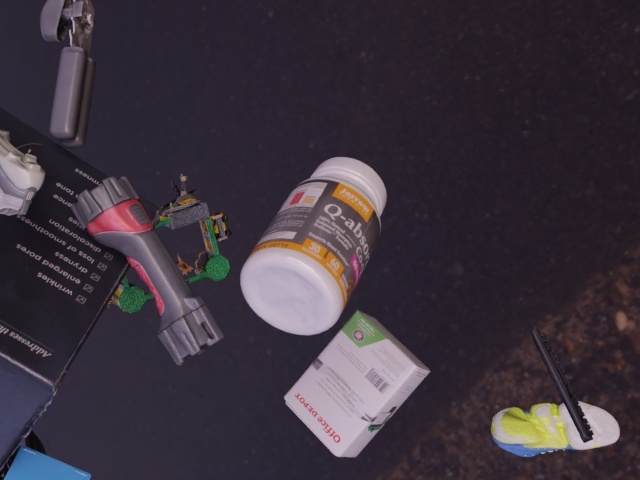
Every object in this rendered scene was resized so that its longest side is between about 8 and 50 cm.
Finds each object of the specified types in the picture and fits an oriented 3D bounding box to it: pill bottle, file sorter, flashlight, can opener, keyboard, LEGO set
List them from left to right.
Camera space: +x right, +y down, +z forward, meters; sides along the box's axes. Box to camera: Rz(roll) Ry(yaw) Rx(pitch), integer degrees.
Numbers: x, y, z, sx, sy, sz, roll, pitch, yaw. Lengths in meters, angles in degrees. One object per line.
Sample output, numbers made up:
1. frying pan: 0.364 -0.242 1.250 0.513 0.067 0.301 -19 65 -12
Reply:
1. file sorter: -0.455 0.433 1.348 0.118 0.170 0.104 26 141 -10
2. can opener: -0.441 -0.299 1.496 0.076 0.095 0.284 61 -149 -71
3. flashlight: -0.271 0.050 1.351 0.304 0.103 0.103 59 165 5
4. LEGO set: -0.392 0.015 2.048 0.192 0.331 0.255 18 132 58
5. pill bottle: 0.000 0.000 1.343 0.162 0.278 0.162 14 134 15
6. keyboard: 0.368 0.219 1.319 0.180 0.023 0.108 69 -171 21

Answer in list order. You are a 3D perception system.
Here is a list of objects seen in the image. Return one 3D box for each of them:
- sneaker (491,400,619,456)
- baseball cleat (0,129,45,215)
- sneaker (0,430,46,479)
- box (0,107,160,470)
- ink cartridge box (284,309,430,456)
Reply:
1. sneaker: 0.441 0.366 1.666 0.126 0.240 0.091 95 180 -61
2. baseball cleat: -0.463 -0.102 1.216 0.206 0.072 0.109 36 104 39
3. sneaker: -0.660 0.461 1.703 0.483 0.185 0.202 -63 -11 -82
4. box: -0.587 0.037 1.397 0.479 0.472 0.297 34 122 -11
5. ink cartridge box: 0.066 0.266 1.594 0.160 0.219 0.092 43 -174 28
